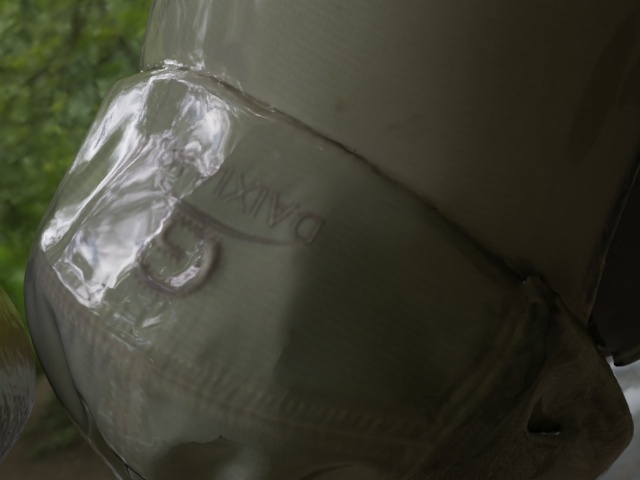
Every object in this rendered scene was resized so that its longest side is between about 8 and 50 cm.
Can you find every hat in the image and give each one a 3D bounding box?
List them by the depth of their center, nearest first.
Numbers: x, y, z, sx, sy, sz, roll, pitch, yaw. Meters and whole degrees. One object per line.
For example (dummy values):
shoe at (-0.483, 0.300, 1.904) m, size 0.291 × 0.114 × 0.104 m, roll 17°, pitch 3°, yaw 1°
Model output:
hat at (0.003, -0.008, 0.422) m, size 0.161 × 0.232 × 0.275 m, roll -43°, pitch -27°, yaw -45°

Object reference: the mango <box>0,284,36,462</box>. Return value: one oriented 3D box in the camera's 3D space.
mango at (-0.188, 0.046, 0.500) m, size 0.130 × 0.167 × 0.262 m, roll -35°, pitch -3°, yaw 13°
